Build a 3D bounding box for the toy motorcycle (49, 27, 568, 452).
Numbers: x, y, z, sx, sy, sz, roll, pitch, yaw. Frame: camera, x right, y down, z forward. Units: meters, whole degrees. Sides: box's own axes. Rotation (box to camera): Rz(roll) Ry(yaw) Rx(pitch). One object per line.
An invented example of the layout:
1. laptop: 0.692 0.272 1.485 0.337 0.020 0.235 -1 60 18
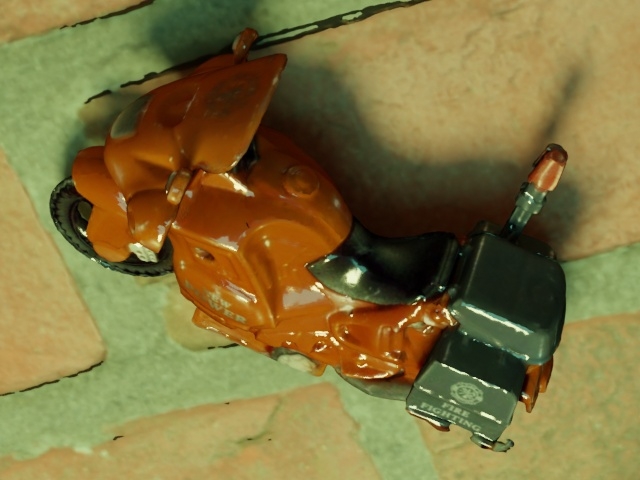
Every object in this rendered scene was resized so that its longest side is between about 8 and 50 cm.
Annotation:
1. toy motorcycle: 0.000 0.000 1.066 0.326 0.147 0.221 23 143 -2
